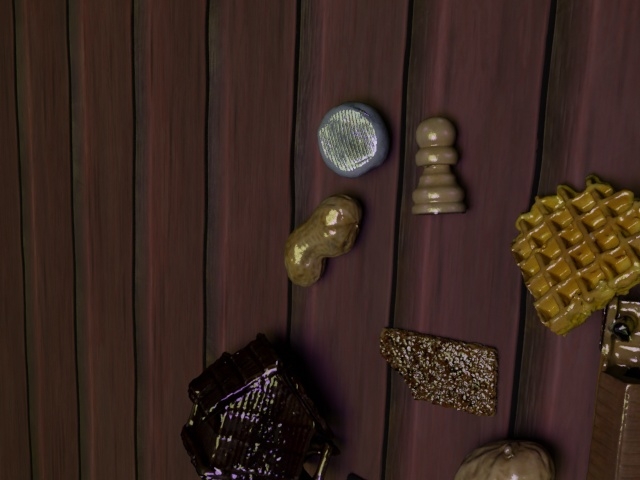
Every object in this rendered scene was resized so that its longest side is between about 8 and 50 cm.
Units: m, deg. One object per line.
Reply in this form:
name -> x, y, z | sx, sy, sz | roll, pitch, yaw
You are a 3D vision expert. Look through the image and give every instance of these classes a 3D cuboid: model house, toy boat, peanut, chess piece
model house -> -0.126, 0.339, 1.406 | 0.317, 0.297, 0.283 | -160, 78, -70
toy boat -> 0.464, 0.302, 0.988 | 0.135, 0.162, 0.446 | 9, 102, 31
peanut -> 0.000, 0.000, 1.308 | 0.229, 0.098, 0.103 | -47, 44, 33
chess piece -> 0.205, -0.129, 1.156 | 0.094, 0.094, 0.171 | 0, 89, 35
peanut -> 0.299, 0.454, 1.145 | 0.159, 0.142, 0.291 | -130, 46, -59

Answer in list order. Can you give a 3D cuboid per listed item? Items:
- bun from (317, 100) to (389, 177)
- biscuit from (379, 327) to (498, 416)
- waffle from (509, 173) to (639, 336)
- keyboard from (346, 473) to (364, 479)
bun -> 0.064, -0.188, 1.243 | 0.140, 0.083, 0.141 | 5, 101, 24
biscuit -> 0.211, 0.242, 1.237 | 0.236, 0.026, 0.131 | 6, 99, 33
waffle -> 0.396, -0.006, 0.999 | 0.219, 0.057, 0.229 | -42, 38, 31
keyboard -> 0.070, 0.611, 1.398 | 0.087, 0.017, 0.251 | 17, 107, 31
